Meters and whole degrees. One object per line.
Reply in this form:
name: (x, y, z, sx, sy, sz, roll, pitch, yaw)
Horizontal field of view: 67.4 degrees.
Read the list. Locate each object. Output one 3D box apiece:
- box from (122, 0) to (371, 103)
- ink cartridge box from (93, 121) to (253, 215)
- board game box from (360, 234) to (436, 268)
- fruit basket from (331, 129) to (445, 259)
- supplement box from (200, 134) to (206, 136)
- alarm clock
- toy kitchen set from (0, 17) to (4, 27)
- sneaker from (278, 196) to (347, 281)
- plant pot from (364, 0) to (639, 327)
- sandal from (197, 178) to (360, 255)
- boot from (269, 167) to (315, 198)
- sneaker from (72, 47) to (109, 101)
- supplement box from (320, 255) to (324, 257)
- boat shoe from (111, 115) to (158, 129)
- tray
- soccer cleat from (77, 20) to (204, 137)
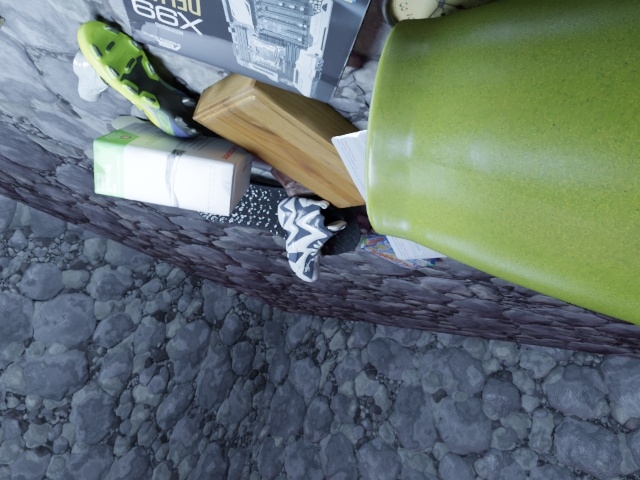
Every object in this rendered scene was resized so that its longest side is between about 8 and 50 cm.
box: (-0.100, -0.311, 0.614, 0.308, 0.076, 0.242, 17, 164, -7)
ink cartridge box: (-0.294, -0.154, 1.004, 0.273, 0.114, 0.198, 11, -157, 0)
board game box: (0.246, 0.036, 1.516, 0.201, 0.035, 0.136, 23, 161, -27)
fruit basket: (0.240, -0.090, 0.821, 0.354, 0.165, 0.327, -1, 137, 38)
supplement box: (-0.251, -0.206, 1.123, 0.084, 0.054, 0.043, 16, 165, -2)
alarm clock: (0.139, -0.275, 0.545, 0.130, 0.064, 0.192, 1, 166, 16)
toy kitchen set: (-0.618, -0.382, 0.828, 0.084, 0.075, 0.068, 8, 161, 9)
sneaker: (0.000, 0.000, 1.174, 0.153, 0.234, 0.094, -2, -158, 27)
plant pot: (0.241, -0.097, 0.499, 0.354, 0.365, 0.366, 8, 162, 17)
sandal: (-0.103, -0.087, 1.270, 0.447, 0.167, 0.107, 17, -160, -8)
boot: (-0.053, -0.155, 1.155, 0.107, 0.037, 0.114, -27, 124, 12)
sneaker: (-0.442, -0.313, 0.944, 0.061, 0.053, 0.152, 16, 163, -15)
supplement box: (-0.011, -0.011, 1.519, 0.131, 0.073, 0.239, 19, 164, -15)
boat shoe: (-0.415, -0.256, 1.108, 0.133, 0.048, 0.042, 9, 155, 4)
tray: (-0.023, -0.186, 0.963, 0.411, 0.076, 0.203, 29, 158, -37)
soccer cleat: (-0.336, -0.281, 0.890, 0.121, 0.093, 0.289, 7, 162, 32)
